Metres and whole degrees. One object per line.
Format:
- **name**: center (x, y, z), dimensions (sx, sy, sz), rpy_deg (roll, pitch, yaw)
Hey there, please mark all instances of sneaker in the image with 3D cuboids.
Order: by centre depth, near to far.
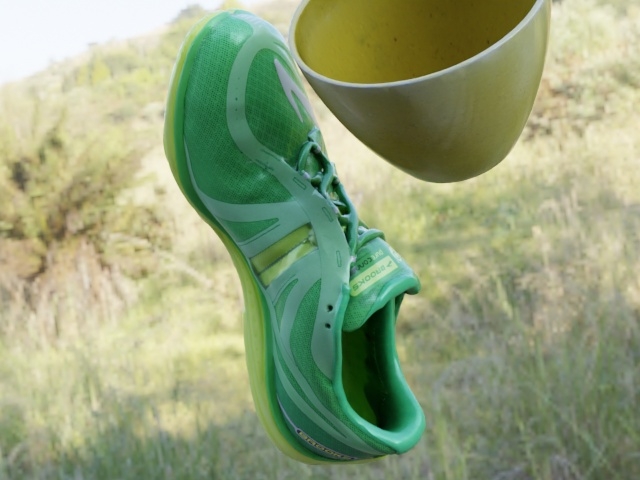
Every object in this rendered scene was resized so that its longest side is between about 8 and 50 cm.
- **sneaker**: center (0.000, 0.000, 0.677), dimensions (0.123, 0.296, 0.109), rpy_deg (-1, 25, 41)

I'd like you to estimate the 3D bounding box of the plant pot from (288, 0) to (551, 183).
- **plant pot**: center (0.062, -0.087, 0.592), dimensions (0.134, 0.095, 0.134), rpy_deg (-14, 42, 13)
